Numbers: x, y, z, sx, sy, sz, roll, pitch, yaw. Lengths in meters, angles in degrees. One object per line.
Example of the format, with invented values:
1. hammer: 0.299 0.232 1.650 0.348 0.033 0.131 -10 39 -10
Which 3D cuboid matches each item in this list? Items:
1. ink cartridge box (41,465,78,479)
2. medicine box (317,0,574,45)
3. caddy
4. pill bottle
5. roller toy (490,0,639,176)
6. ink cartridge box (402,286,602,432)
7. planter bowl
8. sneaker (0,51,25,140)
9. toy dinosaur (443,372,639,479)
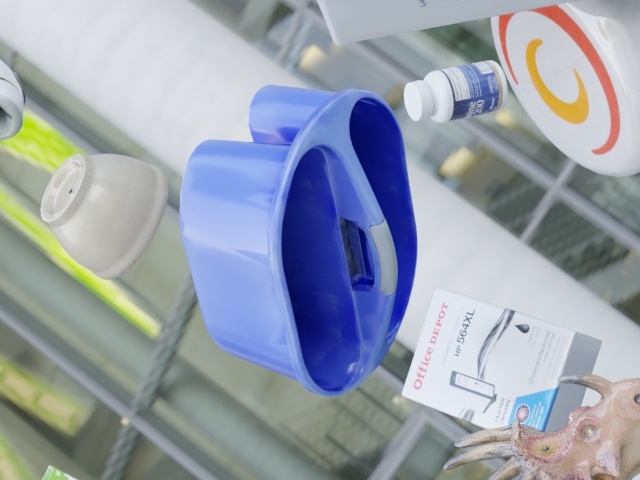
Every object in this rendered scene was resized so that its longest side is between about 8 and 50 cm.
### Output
1. ink cartridge box: -0.135 0.314 1.293 0.097 0.255 0.189 -61 -8 -26
2. medicine box: 0.123 -0.306 1.109 0.149 0.264 0.289 64 -157 -45
3. caddy: 0.000 0.000 1.594 0.241 0.179 0.341 -48 -40 -39
4. pill bottle: 0.170 -0.185 1.946 0.120 0.067 0.067 -13 -28 -20
5. roller toy: 0.241 -0.158 1.197 0.146 0.191 0.209 -31 -32 -16
6. ink cartridge box: 0.218 0.157 1.876 0.086 0.203 0.148 20 -92 -54
7. planter bowl: -0.285 -0.045 1.959 0.162 0.109 0.162 -36 38 35
8. sneaker: -0.419 -0.089 1.360 0.331 0.146 0.122 -24 -56 -15
9. toy dinosaur: 0.122 0.229 1.046 0.296 0.200 0.127 -35 18 -25
